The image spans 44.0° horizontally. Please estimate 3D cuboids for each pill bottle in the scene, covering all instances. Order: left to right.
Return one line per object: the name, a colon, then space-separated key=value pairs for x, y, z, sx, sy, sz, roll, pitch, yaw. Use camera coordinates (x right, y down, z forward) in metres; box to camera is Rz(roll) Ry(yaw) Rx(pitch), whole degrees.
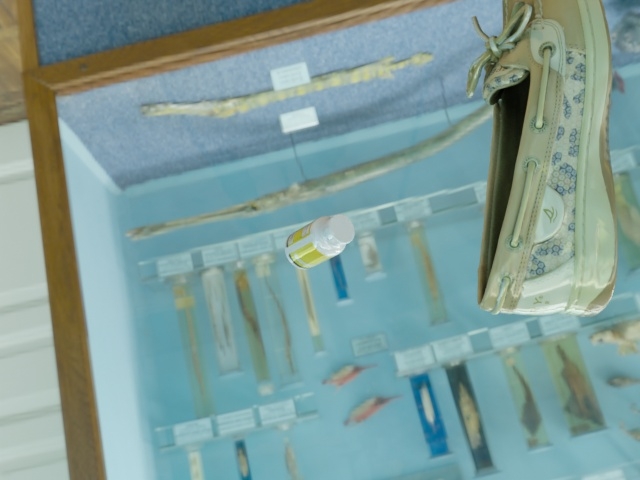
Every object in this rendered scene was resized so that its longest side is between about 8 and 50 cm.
pill bottle: x=0.000 y=0.000 z=1.233 sx=0.065 sy=0.065 sz=0.116 roll=1 pitch=162 yaw=-35

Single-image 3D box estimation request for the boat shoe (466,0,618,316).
boat shoe: x=0.153 y=-0.087 z=0.577 sx=0.090 sy=0.285 sz=0.104 roll=-1 pitch=167 yaw=-2
